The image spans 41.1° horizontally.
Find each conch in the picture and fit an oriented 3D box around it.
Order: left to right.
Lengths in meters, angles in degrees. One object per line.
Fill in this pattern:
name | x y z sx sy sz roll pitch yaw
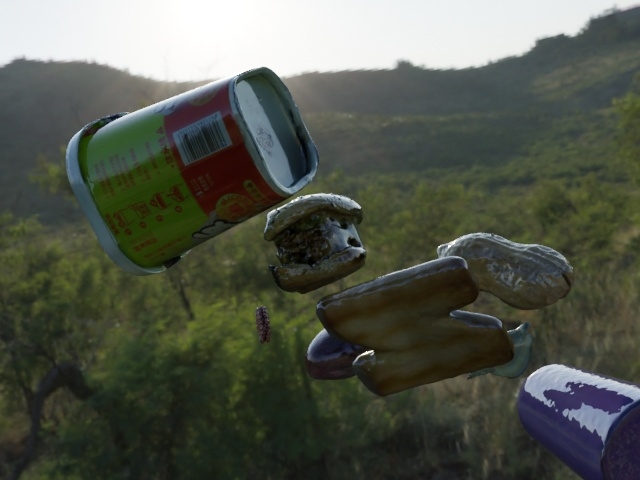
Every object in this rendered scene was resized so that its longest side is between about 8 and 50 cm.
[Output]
conch | 0.358 0.232 1.697 0.065 0.088 0.180 11 -47 -45

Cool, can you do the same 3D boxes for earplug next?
earplug | 0.510 0.344 1.589 0.215 0.215 0.456 -14 5 -10

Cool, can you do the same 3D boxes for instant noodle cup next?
instant noodle cup | -0.189 -0.121 1.360 0.308 0.294 0.294 -20 0 26

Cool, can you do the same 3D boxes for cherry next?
cherry | 0.041 0.293 2.221 0.176 0.140 0.176 -9 3 1

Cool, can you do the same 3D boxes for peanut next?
peanut | 0.388 0.065 1.829 0.313 0.149 0.149 15 18 31

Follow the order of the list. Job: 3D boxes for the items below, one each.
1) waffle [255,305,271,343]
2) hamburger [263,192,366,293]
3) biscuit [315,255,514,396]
waffle | -0.128 0.188 1.917 0.029 0.083 0.075 -10 39 -14
hamburger | 0.000 0.000 1.684 0.192 0.168 0.288 -23 -8 8
biscuit | 0.160 0.149 1.460 0.290 0.237 0.062 -21 27 28
